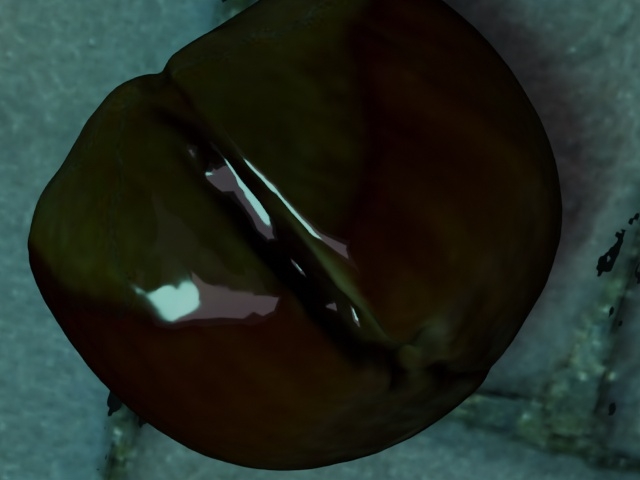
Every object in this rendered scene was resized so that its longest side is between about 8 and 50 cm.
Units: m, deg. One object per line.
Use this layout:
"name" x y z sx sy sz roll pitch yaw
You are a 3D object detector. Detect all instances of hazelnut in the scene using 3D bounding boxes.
"hazelnut" 0.001 0.001 0.527 0.212 0.181 0.181 -40 86 2
